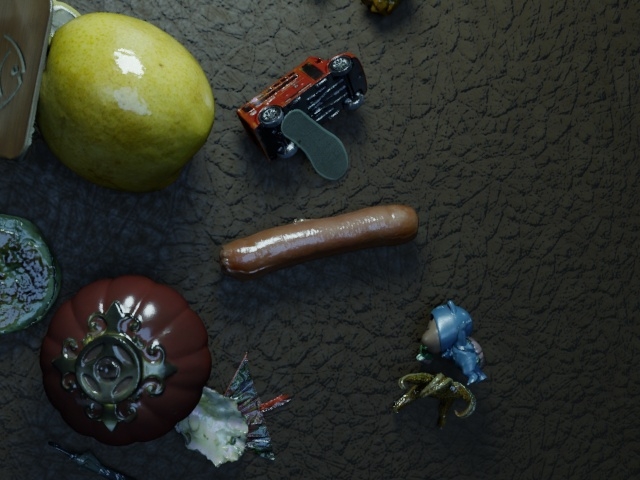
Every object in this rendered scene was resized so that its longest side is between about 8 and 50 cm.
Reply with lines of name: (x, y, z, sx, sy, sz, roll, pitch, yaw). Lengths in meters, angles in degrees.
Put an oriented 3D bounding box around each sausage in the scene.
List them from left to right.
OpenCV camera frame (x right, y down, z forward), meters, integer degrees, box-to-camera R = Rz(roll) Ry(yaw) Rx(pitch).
sausage: (0.000, 0.000, 1.627, 0.418, 0.094, 0.094, -14, 67, -14)

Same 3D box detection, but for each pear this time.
pear: (-0.343, -0.235, 1.417, 0.314, 0.314, 0.315, -1, 93, -15)

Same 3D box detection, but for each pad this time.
pad: (-0.566, -0.286, 1.387, 0.018, 0.283, 0.287, 8, 92, -55)

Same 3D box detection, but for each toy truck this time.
toy truck: (-0.033, -0.275, 1.582, 0.252, 0.114, 0.107, -38, 140, -10)

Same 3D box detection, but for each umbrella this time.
umbrella: (-0.414, 0.451, 1.572, 0.269, 0.044, 0.044, 37, 57, -23)

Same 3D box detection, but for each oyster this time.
oyster: (-0.231, 0.356, 1.595, 0.209, 0.072, 0.133, 34, 78, -26)

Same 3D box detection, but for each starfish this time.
starfish: (0.225, 0.325, 1.695, 0.189, 0.146, 0.074, 30, 52, -24)

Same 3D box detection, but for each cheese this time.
cheese: (-0.493, -0.421, 1.497, 0.086, 0.036, 0.163, -32, 101, -13)

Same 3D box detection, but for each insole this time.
insole: (-0.005, -0.187, 1.586, 0.080, 0.003, 0.232, -48, 141, 2)

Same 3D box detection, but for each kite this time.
kite: (-0.149, 0.349, 1.645, 0.189, 0.009, 0.232, -19, 98, -13)

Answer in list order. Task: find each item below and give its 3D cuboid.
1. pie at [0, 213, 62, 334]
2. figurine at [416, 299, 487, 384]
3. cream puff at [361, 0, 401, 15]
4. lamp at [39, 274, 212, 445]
pie: (-0.598, 0.063, 1.486, 0.240, 0.054, 0.241, -2, 95, -16)
figurine: (0.267, 0.224, 1.684, 0.144, 0.114, 0.178, -31, 69, 9)
cream puff: (0.131, -0.517, 1.638, 0.115, 0.094, 0.122, 5, 69, -19)
lamp: (-0.347, 0.213, 1.450, 0.302, 0.257, 0.303, 0, 89, 0)
